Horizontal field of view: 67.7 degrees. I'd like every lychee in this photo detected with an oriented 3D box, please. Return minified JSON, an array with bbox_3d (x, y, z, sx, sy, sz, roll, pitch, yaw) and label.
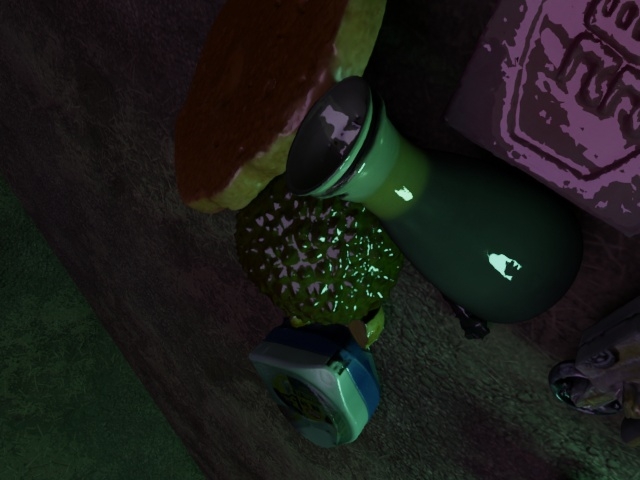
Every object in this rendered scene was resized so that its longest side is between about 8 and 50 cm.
[{"bbox_3d":[0.004,-0.008,0.703,0.319,0.270,0.270,-35,92,42],"label":"lychee"}]

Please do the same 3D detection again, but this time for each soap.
[{"bbox_3d":[0.281,-0.205,0.385,0.233,0.128,0.360,38,138,18],"label":"soap"}]

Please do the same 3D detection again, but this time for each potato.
[{"bbox_3d":[0.085,0.145,0.892,0.096,0.066,0.103,50,158,44],"label":"potato"}]

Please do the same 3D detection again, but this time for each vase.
[{"bbox_3d":[0.123,-0.034,0.507,0.321,0.174,0.173,25,155,-33],"label":"vase"}]

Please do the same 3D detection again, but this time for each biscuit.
[{"bbox_3d":[-0.085,-0.215,0.640,0.078,0.350,0.455,21,157,-34],"label":"biscuit"}]

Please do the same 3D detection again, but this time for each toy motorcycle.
[{"bbox_3d":[0.418,0.149,0.525,0.222,0.108,0.341,30,144,9],"label":"toy motorcycle"}]

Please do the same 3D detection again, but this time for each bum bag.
[{"bbox_3d":[0.222,0.101,0.744,0.125,0.034,0.057,59,150,-6],"label":"bum bag"}]

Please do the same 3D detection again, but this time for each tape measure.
[{"bbox_3d":[-0.005,0.318,1.054,0.259,0.138,0.262,2,119,46],"label":"tape measure"}]
